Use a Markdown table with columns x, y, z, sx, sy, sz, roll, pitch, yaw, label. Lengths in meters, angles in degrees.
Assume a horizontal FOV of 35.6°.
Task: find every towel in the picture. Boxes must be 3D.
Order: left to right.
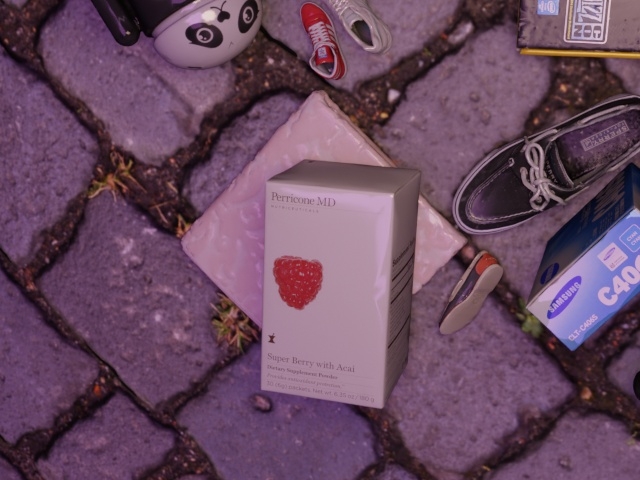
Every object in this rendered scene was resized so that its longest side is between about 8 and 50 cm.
| x | y | z | sx | sy | sz | roll | pitch | yaw | label |
| --- | --- | --- | --- | --- | --- | --- | --- | --- | --- |
| 0.000 | 0.000 | 1.478 | 0.317 | 0.053 | 0.332 | 44 | 111 | 1 | towel |

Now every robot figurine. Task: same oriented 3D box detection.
| x | y | z | sx | sy | sz | roll | pitch | yaw | label |
| --- | --- | --- | --- | --- | --- | --- | --- | --- | --- |
| -0.194 | -0.373 | 1.378 | 0.209 | 0.173 | 0.278 | -26 | 95 | 27 | robot figurine |

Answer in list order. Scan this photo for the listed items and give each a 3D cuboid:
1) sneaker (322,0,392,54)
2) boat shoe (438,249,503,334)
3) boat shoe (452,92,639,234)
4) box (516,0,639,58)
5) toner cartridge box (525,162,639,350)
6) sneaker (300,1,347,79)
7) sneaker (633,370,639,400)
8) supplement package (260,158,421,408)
| x | y | z | sx | sy | sz | roll | pitch | yaw | label |
| --- | --- | --- | --- | --- | --- | --- | --- | --- | --- |
| 0.042 | -0.322 | 1.385 | 0.054 | 0.061 | 0.152 | -41 | 88 | 22 | sneaker |
| 0.211 | 0.077 | 1.442 | 0.137 | 0.049 | 0.043 | -58 | 42 | 22 | boat shoe |
| 0.310 | -0.093 | 1.339 | 0.306 | 0.105 | 0.113 | -25 | 95 | 19 | boat shoe |
| 0.388 | -0.394 | 1.261 | 0.257 | 0.079 | 0.322 | 6 | 105 | 16 | box |
| 0.349 | 0.007 | 1.223 | 0.075 | 0.348 | 0.165 | 43 | 110 | 4 | toner cartridge box |
| -0.001 | -0.280 | 1.402 | 0.042 | 0.067 | 0.118 | -25 | 95 | 19 | sneaker |
| 0.573 | 0.068 | 1.263 | 0.202 | 0.185 | 0.482 | 31 | 108 | 4 | sneaker |
| 0.027 | 0.052 | 1.361 | 0.178 | 0.175 | 0.293 | 6 | 106 | 16 | supplement package |
